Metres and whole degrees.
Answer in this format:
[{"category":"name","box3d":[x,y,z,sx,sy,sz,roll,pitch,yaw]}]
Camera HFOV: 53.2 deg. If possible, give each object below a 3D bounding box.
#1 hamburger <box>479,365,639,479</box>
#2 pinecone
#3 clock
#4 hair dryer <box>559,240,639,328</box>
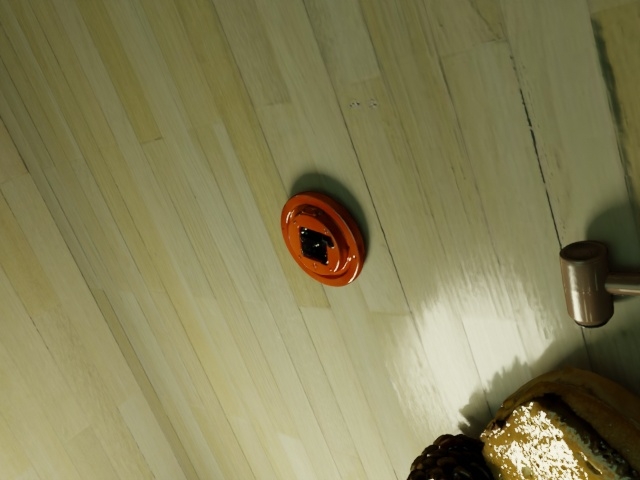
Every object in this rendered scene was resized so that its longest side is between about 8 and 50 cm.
[{"category":"hamburger","box3d":[0.402,0.347,0.987,0.284,0.174,0.304,47,141,13]},{"category":"pinecone","box3d":[0.261,0.475,1.181,0.224,0.272,0.224,-2,84,21]},{"category":"clock","box3d":[0.000,0.000,1.255,0.205,0.051,0.205,27,134,32]},{"category":"hair dryer","box3d":[0.420,0.064,0.860,0.182,0.064,0.117,2,119,40]}]
